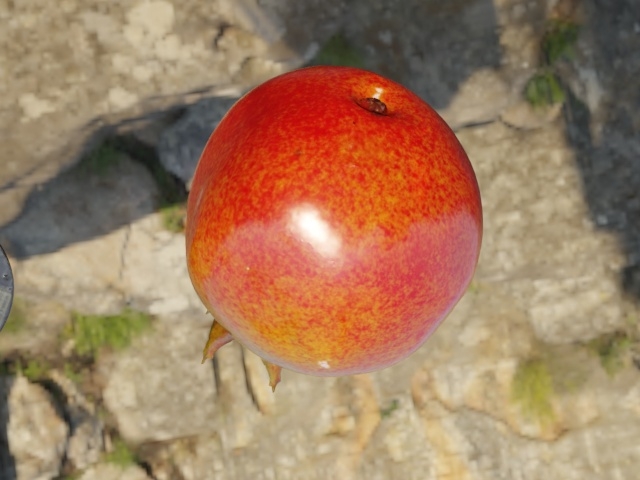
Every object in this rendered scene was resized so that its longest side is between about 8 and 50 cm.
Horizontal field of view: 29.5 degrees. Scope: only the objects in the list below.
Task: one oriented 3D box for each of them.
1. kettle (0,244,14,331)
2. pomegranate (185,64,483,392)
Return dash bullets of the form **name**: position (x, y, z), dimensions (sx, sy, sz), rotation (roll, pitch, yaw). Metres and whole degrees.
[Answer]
- **kettle**: position (-0.389, 0.017, 1.114), dimensions (0.202, 0.144, 0.232), rotation (17, -176, -22)
- **pomegranate**: position (0.000, 0.000, 0.886), dimensions (0.221, 0.221, 0.256), rotation (-2, 141, -44)
